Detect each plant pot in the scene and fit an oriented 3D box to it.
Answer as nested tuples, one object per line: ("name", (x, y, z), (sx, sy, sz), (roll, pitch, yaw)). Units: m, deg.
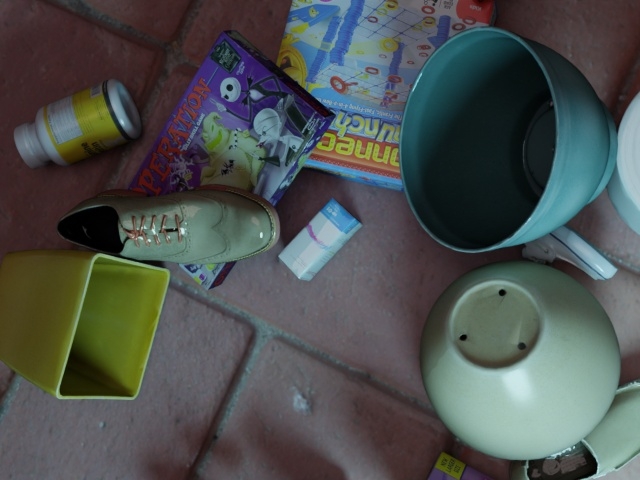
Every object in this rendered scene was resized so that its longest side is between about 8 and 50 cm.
("plant pot", (0.273, -0.129, 1.393), (0.293, 0.196, 0.293), (-2, 87, 53))
("plant pot", (0.258, 0.142, 1.412), (0.284, 0.191, 0.284), (-8, 66, 17))
("plant pot", (-0.384, 0.114, 1.571), (0.187, 0.212, 0.212), (14, 87, 24))

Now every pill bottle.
("pill bottle", (-0.387, -0.180, 1.641), (0.184, 0.103, 0.103), (-21, 81, 8))

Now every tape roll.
("tape roll", (0.529, -0.113, 1.442), (0.246, 0.169, 0.246), (-1, 84, 10))

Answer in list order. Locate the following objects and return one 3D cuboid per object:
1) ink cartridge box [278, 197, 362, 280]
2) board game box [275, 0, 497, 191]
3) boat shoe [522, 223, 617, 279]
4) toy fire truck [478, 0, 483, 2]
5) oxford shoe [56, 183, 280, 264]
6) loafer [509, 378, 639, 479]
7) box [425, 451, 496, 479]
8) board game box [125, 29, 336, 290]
("ink cartridge box", (0.000, 0.000, 1.563), (0.052, 0.088, 0.122), (43, 93, 11))
("board game box", (0.085, -0.241, 1.573), (0.308, 0.086, 0.301), (13, 87, 11))
("boat shoe", (0.328, -0.002, 1.520), (0.226, 0.083, 0.075), (41, 103, 23))
("toy fire truck", (0.287, -0.427, 1.489), (0.217, 0.158, 0.246), (-29, 73, -7))
("oxford shoe", (-0.229, -0.011, 1.519), (0.348, 0.130, 0.123), (-1, 102, 26))
("loafer", (0.393, 0.289, 1.464), (0.268, 0.092, 0.102), (-35, 80, 5))
("box", (0.228, 0.433, 1.405), (0.243, 0.213, 0.117), (26, 112, 12))
("board game box", (-0.151, -0.116, 1.556), (0.208, 0.056, 0.347), (43, 116, 15))
